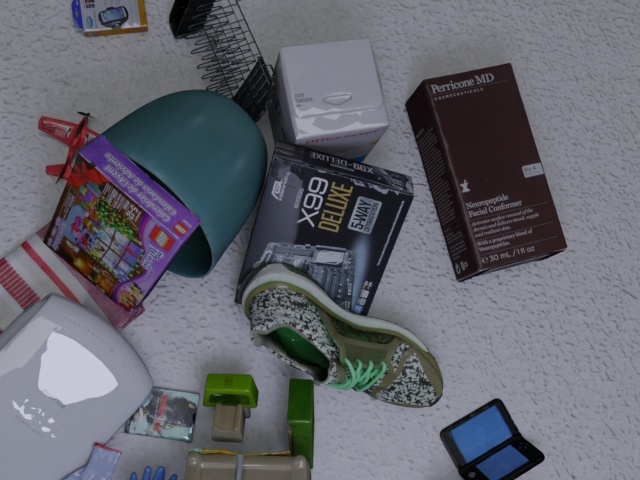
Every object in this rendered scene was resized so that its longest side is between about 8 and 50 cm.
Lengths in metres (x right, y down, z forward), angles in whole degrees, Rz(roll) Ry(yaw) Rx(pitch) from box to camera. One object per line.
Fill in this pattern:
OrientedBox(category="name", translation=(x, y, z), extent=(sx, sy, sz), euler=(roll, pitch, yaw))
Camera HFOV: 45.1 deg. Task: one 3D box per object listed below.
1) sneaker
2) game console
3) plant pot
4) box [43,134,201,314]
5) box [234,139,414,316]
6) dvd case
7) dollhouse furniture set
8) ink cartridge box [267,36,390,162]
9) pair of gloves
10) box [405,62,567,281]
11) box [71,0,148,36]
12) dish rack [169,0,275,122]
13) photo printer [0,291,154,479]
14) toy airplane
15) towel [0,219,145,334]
OrientedBox(category="sneaker", translation=(0.031, 0.210, 1.321), extent=(0.410, 0.182, 0.158), euler=(29, 119, -12))
OrientedBox(category="game console", translation=(0.318, 0.381, 1.426), extent=(0.144, 0.124, 0.085), euler=(-27, 111, -13))
OrientedBox(category="plant pot", translation=(-0.231, -0.120, 1.330), extent=(0.293, 0.293, 0.235), euler=(39, 60, -1))
OrientedBox(category="box", translation=(-0.330, -0.013, 1.247), extent=(0.201, 0.293, 0.057), euler=(40, 50, -4))
OrientedBox(category="box", translation=(0.000, 0.000, 1.350), extent=(0.242, 0.077, 0.308), euler=(15, 121, -7))
OrientedBox(category="dvd case", translation=(-0.281, 0.308, 1.370), extent=(0.119, 0.013, 0.087), euler=(11, 78, -6))
OrientedBox(category="dollhouse furniture set", translation=(-0.112, 0.386, 1.255), extent=(0.197, 0.151, 0.302), euler=(2, 46, 0))
OrientedBox(category="ink cartridge box", translation=(0.006, -0.240, 1.409), extent=(0.171, 0.233, 0.168), euler=(-10, 82, -12))
OrientedBox(category="pair of gloves", translation=(-0.330, 0.421, 1.238), extent=(0.198, 0.023, 0.159), euler=(23, 82, -3))
OrientedBox(category="box", translation=(0.317, -0.131, 1.493), extent=(0.191, 0.143, 0.382), euler=(-14, 80, -12))
OrientedBox(category="box", translation=(-0.406, -0.438, 1.482), extent=(0.136, 0.028, 0.081), euler=(-8, 81, -9))
OrientedBox(category="dish rack", translation=(-0.179, -0.345, 1.418), extent=(0.074, 0.208, 0.272), euler=(-22, 85, -25))
OrientedBox(category="photo printer", translation=(-0.450, 0.259, 1.270), extent=(0.307, 0.107, 0.256), euler=(-47, 108, -11))
OrientedBox(category="toy airplane", translation=(-0.455, -0.168, 1.422), extent=(0.151, 0.028, 0.151), euler=(2, 79, -8))
OrientedBox(category="towel", translation=(-0.509, 0.139, 1.352), extent=(0.329, 0.037, 0.237), euler=(-41, 88, -14))
